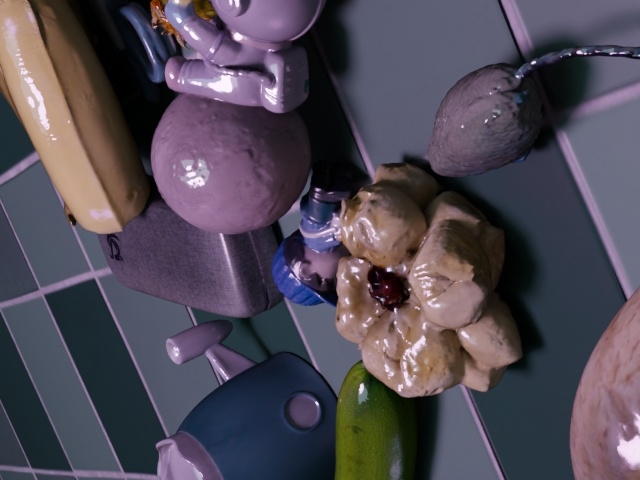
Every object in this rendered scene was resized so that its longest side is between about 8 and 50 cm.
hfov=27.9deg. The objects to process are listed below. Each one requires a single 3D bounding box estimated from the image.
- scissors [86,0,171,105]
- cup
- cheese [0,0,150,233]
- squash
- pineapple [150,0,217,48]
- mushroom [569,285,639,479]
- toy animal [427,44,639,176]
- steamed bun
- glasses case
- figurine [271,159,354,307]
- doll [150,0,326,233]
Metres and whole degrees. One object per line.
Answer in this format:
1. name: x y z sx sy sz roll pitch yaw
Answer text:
1. scissors: -0.243 -0.282 1.396 0.289 0.041 0.138 58 161 5
2. cup: -0.080 0.228 1.398 0.300 0.173 0.167 58 148 11
3. cheese: -0.287 -0.181 1.404 0.259 0.128 0.316 43 159 60
4. squash: 0.053 0.220 1.276 0.082 0.082 0.293 40 144 36
5. pineapple: -0.103 -0.207 1.228 0.114 0.114 0.077 103 172 -69
6. mushroom: 0.252 0.118 0.781 0.195 0.189 0.254 42 147 37
7. toy animal: 0.146 -0.100 0.890 0.253 0.079 0.070 -29 81 59
8. steamed bun: 0.080 0.048 1.077 0.192 0.106 0.178 39 144 33
9. glasses case: -0.155 0.002 1.443 0.323 0.074 0.131 10 119 55
10. figurine: 0.000 0.000 1.201 0.086 0.087 0.149 -92 5 -49
11. doll: -0.061 -0.144 1.108 0.151 0.151 0.287 41 131 35
